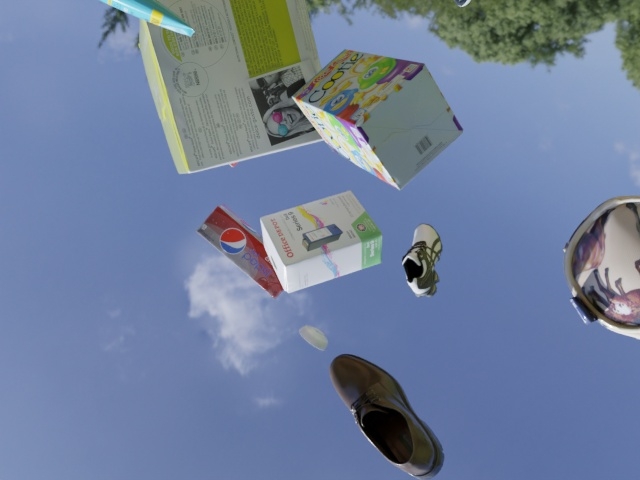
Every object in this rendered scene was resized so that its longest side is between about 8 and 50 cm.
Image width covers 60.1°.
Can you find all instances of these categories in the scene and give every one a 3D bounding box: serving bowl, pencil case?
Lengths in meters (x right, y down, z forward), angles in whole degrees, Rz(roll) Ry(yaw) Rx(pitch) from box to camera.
[{"bbox_3d":[-0.012,0.237,1.375,0.083,0.027,0.083,36,-174,-5],"label":"serving bowl"},{"bbox_3d":[0.476,0.061,0.784,0.410,0.160,0.183,12,-110,-52],"label":"pencil case"}]

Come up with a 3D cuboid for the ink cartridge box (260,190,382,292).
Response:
[{"bbox_3d":[0.000,0.000,1.143,0.213,0.093,0.154,-18,-134,-13],"label":"ink cartridge box"}]

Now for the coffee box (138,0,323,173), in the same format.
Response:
[{"bbox_3d":[-0.203,-0.352,1.261,0.335,0.337,0.338,-17,-169,-15],"label":"coffee box"}]

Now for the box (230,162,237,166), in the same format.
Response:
[{"bbox_3d":[-0.347,-0.399,1.816,0.300,0.142,0.154,41,-168,-13],"label":"box"}]

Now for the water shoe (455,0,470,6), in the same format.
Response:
[{"bbox_3d":[0.337,-0.648,1.391,0.072,0.080,0.203,58,-176,13],"label":"water shoe"}]

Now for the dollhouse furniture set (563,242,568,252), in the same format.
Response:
[{"bbox_3d":[0.494,-0.031,0.993,0.091,0.081,0.114,6,-137,33],"label":"dollhouse furniture set"}]

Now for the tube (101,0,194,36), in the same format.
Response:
[{"bbox_3d":[-0.291,-0.370,0.847,0.207,0.052,0.080,23,-169,-22],"label":"tube"}]

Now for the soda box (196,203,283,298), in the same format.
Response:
[{"bbox_3d":[-0.181,0.025,1.405,0.263,0.092,0.083,41,-175,-5],"label":"soda box"}]

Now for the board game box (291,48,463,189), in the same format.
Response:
[{"bbox_3d":[0.086,-0.220,0.956,0.142,0.144,0.275,49,177,-32],"label":"board game box"}]

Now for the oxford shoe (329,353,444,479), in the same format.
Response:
[{"bbox_3d":[0.079,0.235,0.797,0.227,0.082,0.096,39,-179,43],"label":"oxford shoe"}]

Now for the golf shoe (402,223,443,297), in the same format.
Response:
[{"bbox_3d":[0.242,0.035,1.329,0.094,0.077,0.198,33,-131,-41],"label":"golf shoe"}]
